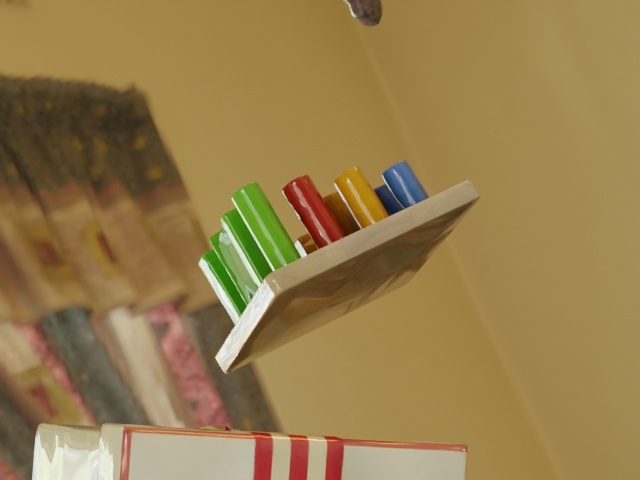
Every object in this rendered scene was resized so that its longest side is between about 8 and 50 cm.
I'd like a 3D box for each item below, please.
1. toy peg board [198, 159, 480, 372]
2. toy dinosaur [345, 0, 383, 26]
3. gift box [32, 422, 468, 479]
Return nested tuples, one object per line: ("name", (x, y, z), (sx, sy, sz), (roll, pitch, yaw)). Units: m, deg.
("toy peg board", (0.000, 0.000, 1.071), (0.160, 0.079, 0.161), (-26, -13, -24))
("toy dinosaur", (0.003, -0.185, 0.287), (0.200, 0.127, 0.296), (-12, -42, -44))
("gift box", (-0.044, 0.249, 0.995), (0.255, 0.276, 0.258), (1, -6, -23))
